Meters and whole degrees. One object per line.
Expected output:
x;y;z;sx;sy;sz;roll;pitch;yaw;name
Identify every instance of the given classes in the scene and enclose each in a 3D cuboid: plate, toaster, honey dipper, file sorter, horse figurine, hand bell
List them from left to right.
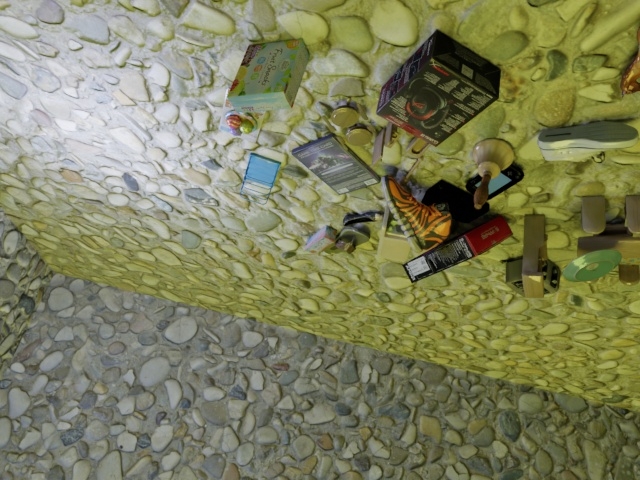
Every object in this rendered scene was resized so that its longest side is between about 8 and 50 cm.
-0.232;-0.225;2.067;0.118;0.104;0.170;18;152;-7;file sorter
0.310;-0.237;1.880;0.030;0.030;0.160;18;150;-7;honey dipper
0.494;-0.183;1.645;0.126;0.242;0.126;17;141;14;hand bell
0.853;0.144;2.242;0.168;0.110;0.186;32;147;-29;toaster
0.891;0.092;1.801;0.188;0.024;0.188;-6;145;-4;plate
0.781;-0.448;1.245;0.174;0.066;0.263;-5;149;21;horse figurine

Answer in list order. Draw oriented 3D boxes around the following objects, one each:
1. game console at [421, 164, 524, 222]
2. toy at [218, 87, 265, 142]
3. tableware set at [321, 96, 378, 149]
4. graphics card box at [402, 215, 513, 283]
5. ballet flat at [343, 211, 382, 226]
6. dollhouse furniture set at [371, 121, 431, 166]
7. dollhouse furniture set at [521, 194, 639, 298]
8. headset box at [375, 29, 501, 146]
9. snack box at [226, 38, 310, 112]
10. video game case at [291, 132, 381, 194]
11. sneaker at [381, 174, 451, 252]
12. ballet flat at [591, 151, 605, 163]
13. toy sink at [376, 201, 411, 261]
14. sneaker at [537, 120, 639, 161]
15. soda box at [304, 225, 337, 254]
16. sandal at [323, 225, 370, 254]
0.526;-0.173;1.883;0.213;0.044;0.361;23;150;-16;game console
-0.266;-0.394;1.827;0.137;0.056;0.237;20;151;-9;toy
0.098;-0.366;1.735;0.128;0.039;0.194;-14;149;22;tableware set
0.511;0.038;2.091;0.094;0.233;0.371;62;145;5;graphics card box
0.170;-0.081;2.205;0.173;0.049;0.057;-5;147;32;ballet flat
0.262;-0.283;1.695;0.151;0.123;0.144;22;142;-15;dollhouse furniture set
0.910;0.054;1.897;0.394;0.256;0.362;1;149;24;dollhouse furniture set
0.307;-0.395;1.506;0.218;0.110;0.293;24;150;-17;headset box
-0.139;-0.450;1.506;0.174;0.207;0.070;2;150;23;snack box
0.057;-0.263;1.953;0.196;0.026;0.274;-14;141;41;video game case
0.347;-0.119;1.924;0.180;0.124;0.321;-26;115;18;sneaker
0.797;-0.261;1.604;0.114;0.041;0.041;34;146;-32;ballet flat
0.301;-0.042;2.112;0.131;0.152;0.234;10;151;7;toy sink
0.751;-0.272;1.551;0.258;0.094;0.091;6;144;37;sneaker
0.000;0.000;2.416;0.058;0.063;0.183;26;149;-20;soda box
0.111;0.021;2.378;0.120;0.086;0.303;25;150;-20;sandal
